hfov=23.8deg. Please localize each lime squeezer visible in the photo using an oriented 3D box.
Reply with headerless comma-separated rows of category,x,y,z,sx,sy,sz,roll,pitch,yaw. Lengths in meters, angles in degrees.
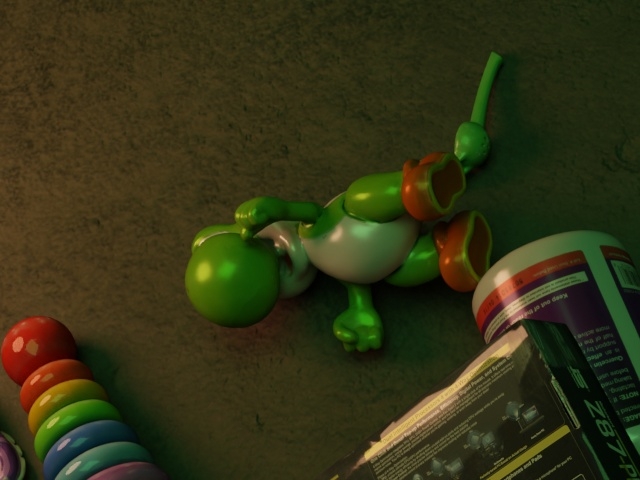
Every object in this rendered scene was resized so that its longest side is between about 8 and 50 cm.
lime squeezer,0.132,-0.105,1.827,0.310,0.059,0.110,-43,63,-7

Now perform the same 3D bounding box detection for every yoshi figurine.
yoshi figurine,-0.005,0.022,1.711,0.362,0.203,0.204,-12,74,30

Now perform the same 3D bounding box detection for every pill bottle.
pill bottle,0.290,0.162,1.585,0.181,0.181,0.323,-21,61,4

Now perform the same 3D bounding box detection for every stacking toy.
stacking toy,-0.275,0.216,1.744,0.141,0.141,0.330,-31,55,-2

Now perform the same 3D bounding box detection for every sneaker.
sneaker,-0.411,0.230,1.795,0.068,0.071,0.170,-37,62,-5

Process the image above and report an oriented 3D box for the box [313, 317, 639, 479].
box,0.148,0.315,1.494,0.395,0.097,0.318,-42,60,28
